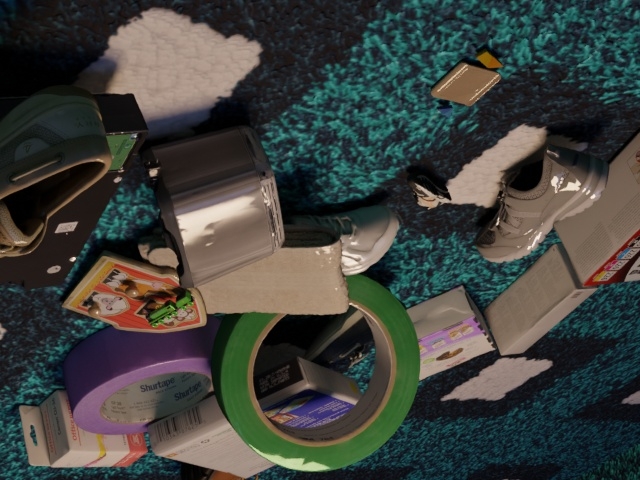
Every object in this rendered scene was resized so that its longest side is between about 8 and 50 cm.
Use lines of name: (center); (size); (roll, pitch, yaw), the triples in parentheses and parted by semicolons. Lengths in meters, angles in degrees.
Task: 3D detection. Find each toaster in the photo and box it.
toaster: (-0.133, -0.051, 1.528); (0.147, 0.129, 0.227); (-19, 141, -9)

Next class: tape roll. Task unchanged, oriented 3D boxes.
tape roll: (-0.006, 0.194, 1.894); (0.321, 0.321, 0.077); (-11, -168, -15)
tape roll: (-0.275, 0.219, 1.988); (0.275, 0.090, 0.274); (-15, 152, -8)

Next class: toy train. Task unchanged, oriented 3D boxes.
toy train: (-0.212, 0.096, 1.712); (0.083, 0.017, 0.024); (-30, 129, 22)

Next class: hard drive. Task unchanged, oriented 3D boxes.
hard drive: (-0.362, -0.042, 1.393); (0.237, 0.064, 0.339); (-9, 154, -35)

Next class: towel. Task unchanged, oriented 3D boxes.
towel: (-0.103, 0.043, 1.713); (0.282, 0.049, 0.187); (1, 147, 8)

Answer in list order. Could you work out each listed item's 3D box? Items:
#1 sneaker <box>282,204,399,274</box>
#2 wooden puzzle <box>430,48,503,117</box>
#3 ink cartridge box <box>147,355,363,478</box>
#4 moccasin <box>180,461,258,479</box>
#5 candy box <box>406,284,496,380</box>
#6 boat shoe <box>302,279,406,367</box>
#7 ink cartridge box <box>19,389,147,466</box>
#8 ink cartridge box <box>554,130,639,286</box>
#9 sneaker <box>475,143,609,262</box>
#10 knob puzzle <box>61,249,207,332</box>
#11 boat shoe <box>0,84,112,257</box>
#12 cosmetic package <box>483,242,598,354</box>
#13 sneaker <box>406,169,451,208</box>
sneaker: (0.000, 0.000, 1.761); (0.232, 0.090, 0.115); (-21, 150, 3)
wooden puzzle: (0.188, -0.204, 1.581); (0.079, 0.014, 0.116); (18, 136, -44)
ink cartridge box: (-0.089, 0.311, 2.119); (0.304, 0.072, 0.307); (-28, 155, 16)
moccasin: (-0.166, 0.409, 2.383); (0.147, 0.139, 0.380); (9, 134, -29)
candy box: (0.218, 0.173, 2.242); (0.165, 0.070, 0.196); (-24, 152, 9)
boat shoe: (0.050, 0.163, 2.081); (0.079, 0.095, 0.254); (36, 124, -10)
ink cartridge box: (-0.399, 0.317, 2.060); (0.198, 0.115, 0.067); (8, 143, -43)
ink cartridge box: (0.578, -0.068, 1.960); (0.272, 0.130, 0.309); (-5, 150, -28)
sneaker: (0.313, -0.067, 1.864); (0.115, 0.105, 0.281); (30, 139, -13)
knob puzzle: (-0.251, 0.094, 1.741); (0.213, 0.030, 0.213); (3, 146, 2)
boat shoe: (-0.328, -0.033, 1.236); (0.302, 0.098, 0.109); (-35, 155, 23)
cosmetic package: (0.394, 0.107, 2.205); (0.061, 0.098, 0.239); (-3, 150, -33)
sneaker: (0.151, -0.069, 1.779); (0.044, 0.040, 0.109); (-28, 151, 22)
